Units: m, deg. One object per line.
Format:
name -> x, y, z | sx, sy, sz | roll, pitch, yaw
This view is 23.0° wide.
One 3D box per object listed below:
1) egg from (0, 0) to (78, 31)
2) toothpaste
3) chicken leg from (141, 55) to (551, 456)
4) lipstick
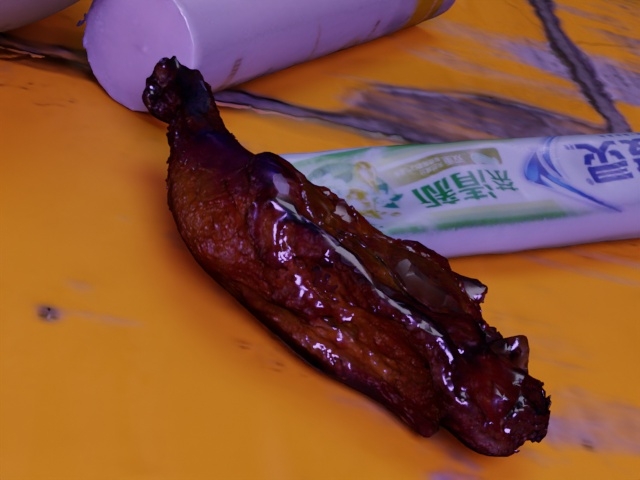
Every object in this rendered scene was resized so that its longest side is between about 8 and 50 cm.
egg -> -0.150, -0.183, 0.618 | 0.202, 0.203, 0.283 | 13, 11, -14
toothpaste -> 0.094, -0.019, 0.670 | 0.296, 0.048, 0.075 | -5, 42, -35
chicken leg -> -0.002, 0.002, 0.540 | 0.205, 0.053, 0.093 | 43, 28, 16
lipstick -> -0.011, -0.114, 0.751 | 0.059, 0.059, 0.264 | 31, 30, 20
